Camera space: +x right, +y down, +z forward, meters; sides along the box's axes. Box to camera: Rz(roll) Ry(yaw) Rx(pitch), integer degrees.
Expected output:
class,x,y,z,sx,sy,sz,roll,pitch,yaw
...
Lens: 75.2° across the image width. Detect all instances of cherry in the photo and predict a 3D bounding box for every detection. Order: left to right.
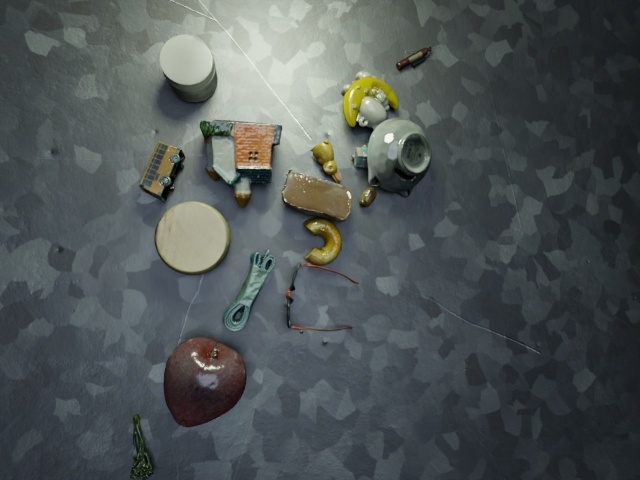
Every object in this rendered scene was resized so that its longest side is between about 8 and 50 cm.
class,x,y,z,sx,sy,sz,roll,pitch,yaw
cherry,-0.372,0.451,1.329,0.260,0.221,0.308,23,94,1

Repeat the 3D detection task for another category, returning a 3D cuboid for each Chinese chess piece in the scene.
class,x,y,z,sx,sy,sz,roll,pitch,yaw
Chinese chess piece,-0.433,-0.007,1.418,0.250,0.097,0.251,1,85,-9

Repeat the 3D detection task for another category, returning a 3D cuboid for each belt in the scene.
class,x,y,z,sx,sy,sz,roll,pitch,yaw
belt,-0.249,0.168,1.445,0.087,0.072,0.303,26,81,-9

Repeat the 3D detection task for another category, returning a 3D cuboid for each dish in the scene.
class,x,y,z,sx,sy,sz,roll,pitch,yaw
dish,0.310,-0.309,1.517,0.302,0.120,0.304,-3,97,-29

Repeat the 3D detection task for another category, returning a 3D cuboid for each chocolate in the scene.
class,x,y,z,sx,sy,sz,roll,pitch,yaw
chocolate,-0.016,-0.145,1.507,0.261,0.083,0.161,18,58,-4

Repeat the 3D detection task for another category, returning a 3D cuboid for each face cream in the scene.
class,x,y,z,sx,sy,sz,roll,pitch,yaw
face cream,-0.450,-0.589,1.440,0.177,0.153,0.178,1,84,-8

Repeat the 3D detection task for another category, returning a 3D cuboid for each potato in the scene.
class,x,y,z,sx,sy,sz,roll,pitch,yaw
potato,0.179,-0.163,1.565,0.051,0.040,0.083,39,81,-10

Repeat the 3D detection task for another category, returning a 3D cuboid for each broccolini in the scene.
class,x,y,z,sx,sy,sz,roll,pitch,yaw
broccolini,-0.593,0.674,1.347,0.073,0.058,0.202,-12,88,-18

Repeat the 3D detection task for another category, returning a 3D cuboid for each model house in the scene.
class,x,y,z,sx,sy,sz,roll,pitch,yaw
model house,-0.277,-0.270,1.451,0.271,0.190,0.302,0,100,-14

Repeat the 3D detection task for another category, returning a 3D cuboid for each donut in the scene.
class,x,y,z,sx,sy,sz,roll,pitch,yaw
donut,0.012,0.002,1.505,0.145,0.078,0.182,-1,86,-7

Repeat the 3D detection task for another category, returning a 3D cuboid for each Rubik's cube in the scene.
class,x,y,z,sx,sy,sz,roll,pitch,yaw
Rubik's cube,0.157,-0.317,1.562,0.075,0.084,0.073,10,56,-24

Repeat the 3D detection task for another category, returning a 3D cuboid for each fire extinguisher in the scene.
class,x,y,z,sx,sy,sz,roll,pitch,yaw
fire extinguisher,0.382,-0.724,1.656,0.173,0.035,0.049,-31,87,-8

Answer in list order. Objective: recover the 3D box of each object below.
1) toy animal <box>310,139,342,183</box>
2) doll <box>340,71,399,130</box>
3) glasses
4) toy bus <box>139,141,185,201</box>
class,x,y,z,sx,sy,sz,roll,pitch,yaw
toy animal,0.033,-0.285,1.534,0.070,0.083,0.160,-29,98,-34
doll,0.184,-0.498,1.560,0.252,0.111,0.238,37,68,-18
glasses,0.009,0.206,1.465,0.267,0.118,0.235,9,82,-9
toy bus,-0.543,-0.234,1.422,0.103,0.091,0.182,20,80,-6
